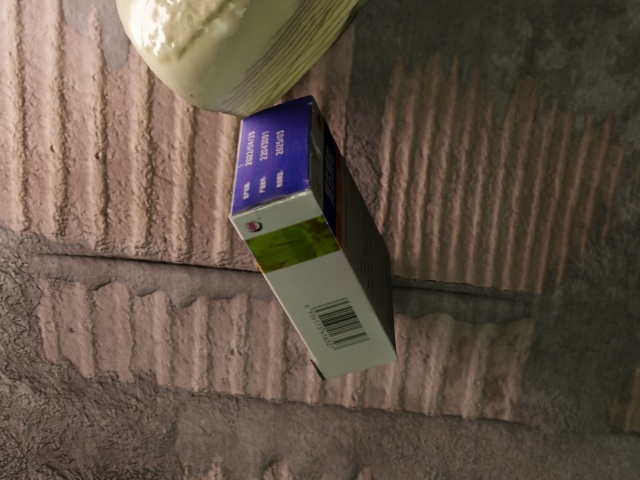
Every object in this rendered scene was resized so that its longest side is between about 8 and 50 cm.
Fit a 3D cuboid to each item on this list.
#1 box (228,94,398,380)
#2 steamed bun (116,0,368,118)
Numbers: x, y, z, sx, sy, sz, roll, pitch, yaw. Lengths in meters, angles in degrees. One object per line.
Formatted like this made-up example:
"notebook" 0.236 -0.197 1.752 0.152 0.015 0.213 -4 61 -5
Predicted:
"box" 0.000 0.000 1.155 0.106 0.200 0.299 -16 128 14
"steamed bun" -0.118 -0.320 1.100 0.272 0.273 0.290 39 107 9
